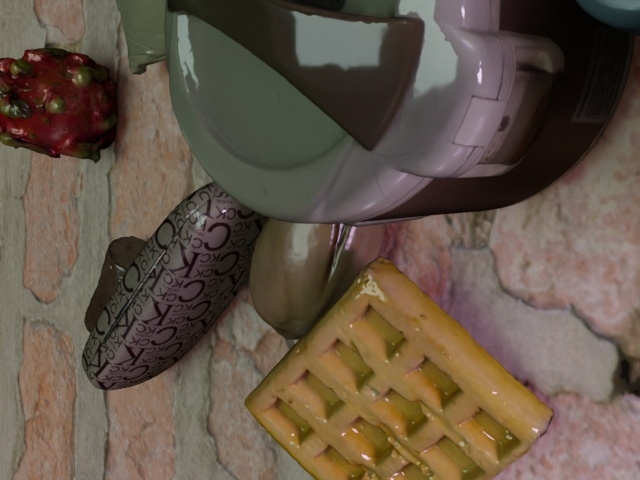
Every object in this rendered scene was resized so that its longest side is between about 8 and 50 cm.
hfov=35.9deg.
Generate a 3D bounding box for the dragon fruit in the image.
[{"bbox_3d":[-0.352,-0.175,1.280,0.166,0.172,0.160,53,126,24],"label":"dragon fruit"}]

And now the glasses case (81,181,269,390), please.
[{"bbox_3d":[-0.165,0.057,1.153,0.085,0.137,0.355,55,126,23],"label":"glasses case"}]

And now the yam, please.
[{"bbox_3d":[-0.256,0.068,1.280,0.084,0.084,0.127,40,123,33],"label":"yam"}]

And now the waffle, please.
[{"bbox_3d":[0.064,0.165,0.954,0.221,0.055,0.248,42,125,4],"label":"waffle"}]

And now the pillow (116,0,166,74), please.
[{"bbox_3d":[-0.151,-0.362,1.142,0.280,0.076,0.274,-13,92,38],"label":"pillow"}]

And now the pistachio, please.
[{"bbox_3d":[0.000,0.000,1.008,0.136,0.136,0.226,29,108,37],"label":"pistachio"}]

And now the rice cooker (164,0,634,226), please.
[{"bbox_3d":[0.054,-0.166,0.795,0.335,0.325,0.335,5,97,43],"label":"rice cooker"}]

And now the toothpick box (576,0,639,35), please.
[{"bbox_3d":[0.260,-0.199,0.701,0.120,0.184,0.120,2,93,38],"label":"toothpick box"}]
